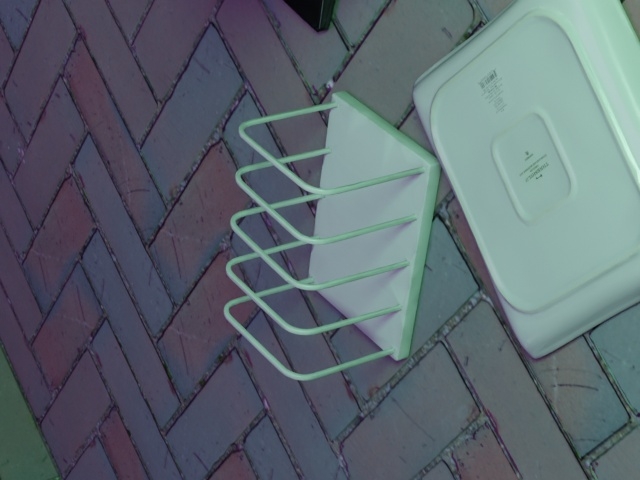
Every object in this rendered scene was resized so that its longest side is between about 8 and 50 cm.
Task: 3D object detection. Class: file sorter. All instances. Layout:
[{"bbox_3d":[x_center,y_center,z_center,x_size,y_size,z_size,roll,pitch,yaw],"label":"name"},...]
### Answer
[{"bbox_3d":[0.000,0.000,1.978,0.193,0.173,0.278,41,135,41],"label":"file sorter"}]

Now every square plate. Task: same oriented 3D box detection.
[{"bbox_3d":[0.232,-0.079,1.710,0.347,0.049,0.344,-38,72,55],"label":"square plate"}]

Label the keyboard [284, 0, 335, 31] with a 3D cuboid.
[{"bbox_3d":[-0.066,-0.414,2.033,0.317,0.033,0.202,48,145,34],"label":"keyboard"}]
